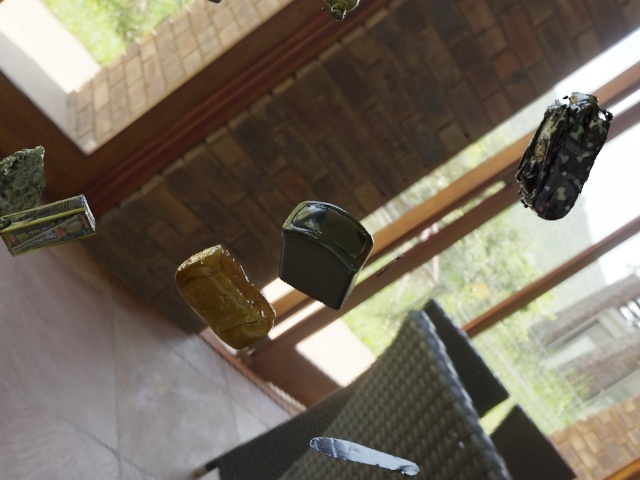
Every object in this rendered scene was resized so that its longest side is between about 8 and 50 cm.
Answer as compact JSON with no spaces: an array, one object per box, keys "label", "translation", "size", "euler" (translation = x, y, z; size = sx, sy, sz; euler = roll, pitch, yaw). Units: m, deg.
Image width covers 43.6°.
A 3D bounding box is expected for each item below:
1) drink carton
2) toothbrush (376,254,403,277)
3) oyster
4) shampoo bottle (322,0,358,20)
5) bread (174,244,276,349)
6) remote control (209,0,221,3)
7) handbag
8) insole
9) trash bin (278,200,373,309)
[{"label":"drink carton","translation":[-0.524,-0.027,1.537],"size":[0.056,0.165,0.071],"euler":[-112,-173,-49]},{"label":"toothbrush","translation":[0.136,0.052,1.586],"size":[0.008,0.097,0.006],"euler":[-14,71,-35]},{"label":"oyster","translation":[-0.667,-0.125,1.758],"size":[0.064,0.125,0.177],"euler":[-158,-104,-79]},{"label":"shampoo bottle","translation":[0.050,-0.548,1.732],"size":[0.079,0.079,0.162],"euler":[43,52,-55]},{"label":"bread","translation":[-0.263,0.161,2.201],"size":[0.294,0.167,0.132],"euler":[55,26,-17]},{"label":"remote control","translation":[-0.254,-0.504,1.563],"size":[0.184,0.050,0.027],"euler":[5,44,-48]},{"label":"handbag","translation":[0.474,-0.169,1.594],"size":[0.113,0.260,0.162],"euler":[18,19,-5]},{"label":"insole","translation":[0.091,0.440,1.635],"size":[0.232,0.003,0.080],"euler":[14,15,2]},{"label":"trash bin","translation":[0.006,0.030,1.630],"size":[0.176,0.101,0.236],"euler":[26,-32,8]}]
